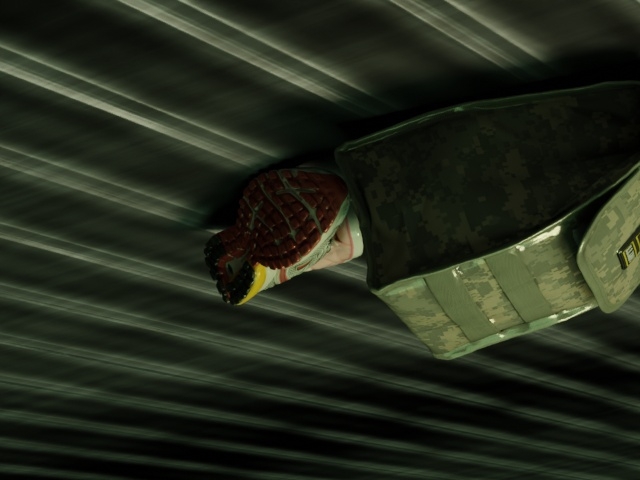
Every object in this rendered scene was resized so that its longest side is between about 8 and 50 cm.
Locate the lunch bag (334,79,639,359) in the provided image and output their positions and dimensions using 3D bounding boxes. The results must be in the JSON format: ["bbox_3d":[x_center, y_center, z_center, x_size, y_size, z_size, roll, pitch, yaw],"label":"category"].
[{"bbox_3d":[0.190,-0.025,1.552,0.287,0.169,0.235,-19,158,10],"label":"lunch bag"}]

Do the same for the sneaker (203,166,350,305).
[{"bbox_3d":[-0.029,-0.016,1.651,0.093,0.088,0.225,-22,173,-31],"label":"sneaker"}]

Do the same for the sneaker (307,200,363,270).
[{"bbox_3d":[0.000,0.000,1.735,0.070,0.051,0.134,-10,168,-10],"label":"sneaker"}]
